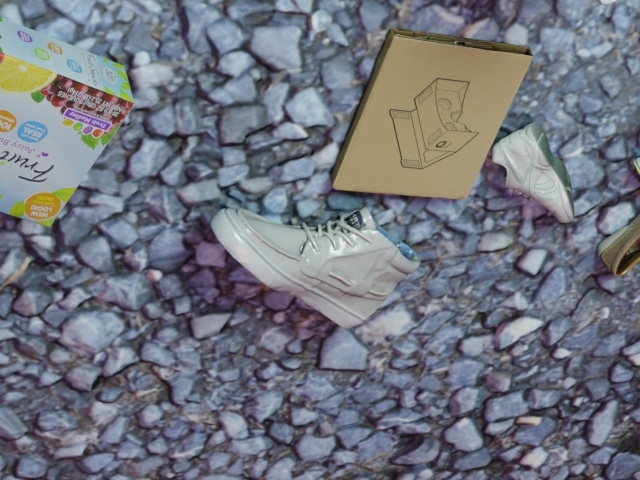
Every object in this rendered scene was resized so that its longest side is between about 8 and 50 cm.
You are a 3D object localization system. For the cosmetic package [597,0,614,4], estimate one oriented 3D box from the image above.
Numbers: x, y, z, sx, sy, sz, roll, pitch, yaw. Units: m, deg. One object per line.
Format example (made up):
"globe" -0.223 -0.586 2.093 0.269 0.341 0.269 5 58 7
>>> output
"cosmetic package" 0.244 -0.323 1.462 0.117 0.231 0.085 -26 135 8

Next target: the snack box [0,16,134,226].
"snack box" -0.311 -0.120 1.585 0.207 0.070 0.174 21 122 -32

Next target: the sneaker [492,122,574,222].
"sneaker" 0.238 -0.071 1.835 0.061 0.054 0.152 -19 134 21

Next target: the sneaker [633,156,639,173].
"sneaker" 0.425 -0.078 1.883 0.144 0.053 0.059 16 123 -31

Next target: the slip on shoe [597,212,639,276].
"slip on shoe" 0.384 -0.010 1.940 0.135 0.041 0.051 -39 132 18

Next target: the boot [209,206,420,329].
"boot" 0.000 0.000 1.800 0.123 0.095 0.258 -43 139 14

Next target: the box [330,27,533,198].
"box" 0.116 -0.129 1.753 0.164 0.021 0.201 5 130 -22
